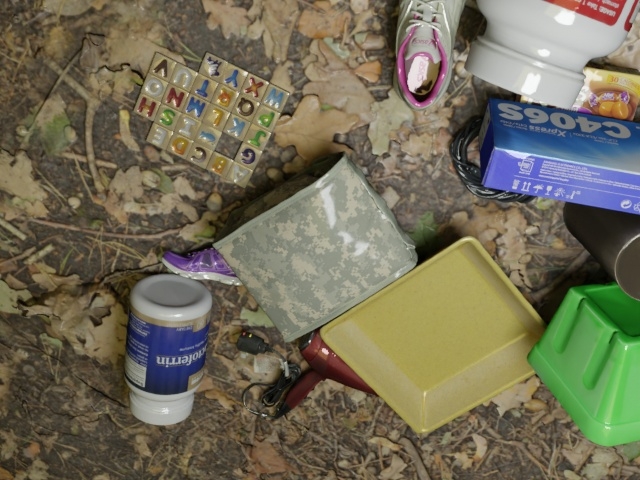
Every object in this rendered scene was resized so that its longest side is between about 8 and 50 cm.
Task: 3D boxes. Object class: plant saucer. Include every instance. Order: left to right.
[{"bbox_3d":[0.221,0.165,1.519,0.333,0.081,0.332,-34,117,19],"label":"plant saucer"}]

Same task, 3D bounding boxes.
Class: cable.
[{"bbox_3d":[0.310,-0.138,1.420,0.185,0.047,0.150,8,119,0],"label":"cable"}]

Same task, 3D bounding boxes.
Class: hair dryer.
[{"bbox_3d":[-0.015,0.259,1.627,0.294,0.080,0.223,4,130,11],"label":"hair dryer"}]

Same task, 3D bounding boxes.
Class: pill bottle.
[{"bbox_3d":[-0.294,0.209,1.577,0.153,0.153,0.264,11,115,2],"label":"pill bottle"},{"bbox_3d":[0.361,-0.407,1.173,0.229,0.229,0.407,20,109,-2],"label":"pill bottle"}]

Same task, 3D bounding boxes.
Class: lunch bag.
[{"bbox_3d":[0.000,0.000,1.444,0.287,0.169,0.235,-29,108,22],"label":"lunch bag"}]

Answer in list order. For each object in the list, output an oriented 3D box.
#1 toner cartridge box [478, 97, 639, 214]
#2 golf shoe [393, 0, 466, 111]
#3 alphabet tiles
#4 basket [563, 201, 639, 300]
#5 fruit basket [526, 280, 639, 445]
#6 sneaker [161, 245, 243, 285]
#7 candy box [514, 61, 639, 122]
[{"bbox_3d":[0.427,-0.126,1.288,0.348,0.165,0.075,10,129,1],"label":"toner cartridge box"},{"bbox_3d":[0.172,-0.347,1.288,0.115,0.140,0.306,3,113,7],"label":"golf shoe"},{"bbox_3d":[-0.200,-0.225,1.453,0.237,0.009,0.198,25,114,-6],"label":"alphabet tiles"},{"bbox_3d":[0.518,-0.006,1.350,0.205,0.227,0.154,-2,113,8],"label":"basket"},{"bbox_3d":[0.551,0.244,1.416,0.392,0.283,0.391,-8,121,-13],"label":"fruit basket"},{"bbox_3d":[-0.212,0.036,1.551,0.170,0.068,0.071,9,99,-7],"label":"sneaker"},{"bbox_3d":[0.418,-0.236,1.355,0.187,0.053,0.109,9,115,1],"label":"candy box"}]
